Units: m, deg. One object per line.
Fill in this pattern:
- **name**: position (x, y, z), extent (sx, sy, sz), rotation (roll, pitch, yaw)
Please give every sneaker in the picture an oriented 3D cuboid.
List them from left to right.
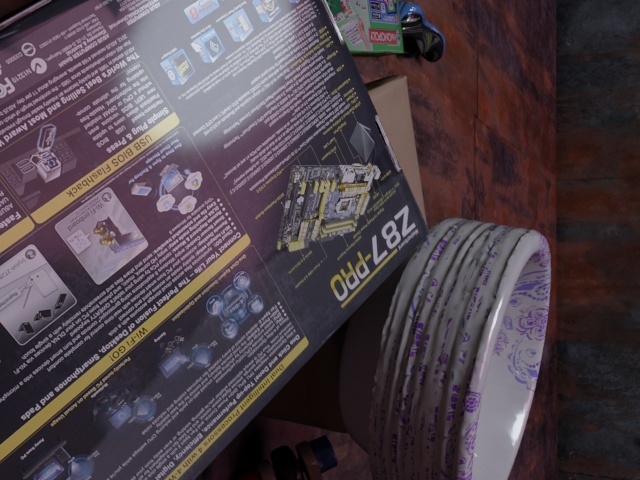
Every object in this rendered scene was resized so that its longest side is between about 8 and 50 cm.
- **sneaker**: position (0.163, -0.354, 1.270), extent (0.188, 0.067, 0.078), rotation (15, 97, -63)

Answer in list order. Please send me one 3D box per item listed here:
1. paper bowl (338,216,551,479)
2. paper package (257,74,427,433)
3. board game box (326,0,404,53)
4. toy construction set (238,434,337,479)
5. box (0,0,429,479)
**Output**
- **paper bowl**: position (0.119, 0.118, 0.704), extent (0.284, 0.148, 0.284), rotation (-35, 131, -55)
- **paper package**: position (0.000, 0.000, 0.832), extent (0.309, 0.168, 0.324), rotation (-40, 124, -56)
- **board game box**: position (0.032, -0.373, 1.030), extent (0.317, 0.046, 0.213), rotation (-24, 111, -60)
- **toy construction set**: position (-0.012, 0.403, 0.780), extent (0.309, 0.258, 0.237), rotation (-35, 135, -34)
- **box**: position (-0.119, -0.014, 0.503), extent (0.395, 0.097, 0.318), rotation (-44, 119, -27)
